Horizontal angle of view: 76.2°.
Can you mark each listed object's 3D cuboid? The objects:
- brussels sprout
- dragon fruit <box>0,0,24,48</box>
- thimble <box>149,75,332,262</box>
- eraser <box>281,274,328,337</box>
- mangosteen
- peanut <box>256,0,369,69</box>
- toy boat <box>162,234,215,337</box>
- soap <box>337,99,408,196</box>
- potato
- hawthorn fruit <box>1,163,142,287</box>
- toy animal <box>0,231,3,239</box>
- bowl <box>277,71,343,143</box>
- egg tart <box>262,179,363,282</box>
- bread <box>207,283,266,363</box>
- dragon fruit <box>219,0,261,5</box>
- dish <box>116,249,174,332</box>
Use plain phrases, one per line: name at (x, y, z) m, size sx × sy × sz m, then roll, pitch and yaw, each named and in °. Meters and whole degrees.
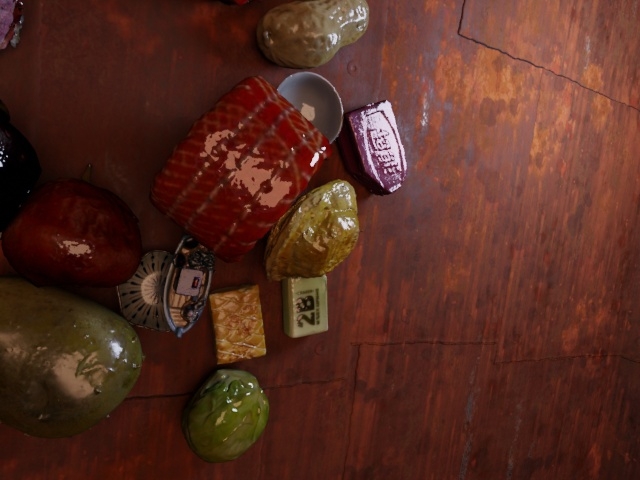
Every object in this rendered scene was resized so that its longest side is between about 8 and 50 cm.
brussels sprout at (-0.228, 0.433, 0.998) m, size 0.223 × 0.161 × 0.223 m, roll -5°, pitch 104°, yaw -19°
dragon fruit at (-0.675, -0.432, 0.608) m, size 0.263 × 0.314 × 0.296 m, roll 41°, pitch 70°, yaw -8°
thimble at (-0.160, -0.139, 0.855) m, size 0.231 × 0.350 × 0.350 m, roll 42°, pitch 79°, yaw -12°
eraser at (-0.041, 0.169, 1.108) m, size 0.117 × 0.058 × 0.172 m, roll -5°, pitch 99°, yaw -25°
mangosteen at (-0.605, -0.132, 0.669) m, size 0.233 × 0.288 × 0.287 m, roll 28°, pitch 85°, yaw -33°
peanut at (-0.006, -0.502, 0.984) m, size 0.291 × 0.143 × 0.159 m, roll -30°, pitch 85°, yaw -19°
toy boat at (-0.286, 0.100, 0.889) m, size 0.100 × 0.097 × 0.223 m, roll 12°, pitch 85°, yaw -25°
soap at (0.145, -0.244, 1.123) m, size 0.162 × 0.099 × 0.249 m, roll -29°, pitch 109°, yaw -27°
potato at (-0.543, 0.221, 0.791) m, size 0.359 × 0.219 × 0.269 m, roll 35°, pitch 87°, yaw -15°
hawthorn fruit at (-0.478, -0.031, 0.801) m, size 0.230 × 0.210 × 0.265 m, roll 11°, pitch 59°, yaw -43°
toy animal at (-0.683, 0.025, 0.770) m, size 0.179 × 0.089 × 0.188 m, roll -12°, pitch 91°, yaw -37°
bowl at (-0.044, -0.314, 1.025) m, size 0.189 × 0.086 × 0.188 m, roll -4°, pitch 99°, yaw -23°
egg tart at (0.000, 0.000, 0.978) m, size 0.128 × 0.319 × 0.319 m, roll 41°, pitch 76°, yaw 18°
bread at (-0.211, 0.208, 1.026) m, size 0.126 × 0.068 × 0.188 m, roll -9°, pitch 101°, yaw -24°
dragon fruit at (-0.208, -0.616, 0.849) m, size 0.293 × 0.234 × 0.233 m, roll -1°, pitch 98°, yaw -5°
dish at (-0.368, 0.112, 0.938) m, size 0.191 × 0.066 × 0.190 m, roll -1°, pitch 93°, yaw -28°
